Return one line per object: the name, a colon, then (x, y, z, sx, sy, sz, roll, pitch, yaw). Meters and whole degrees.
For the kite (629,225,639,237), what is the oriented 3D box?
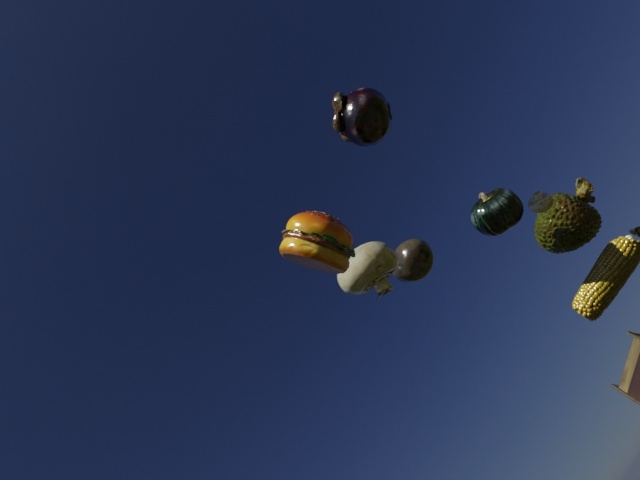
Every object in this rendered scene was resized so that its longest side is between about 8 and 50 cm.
kite: (1.088, -0.041, 1.722, 0.009, 0.232, 0.189, -33, -78, -53)

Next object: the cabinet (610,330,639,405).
cabinet: (0.943, 0.371, 1.522, 0.215, 0.148, 0.174, -116, 40, -84)

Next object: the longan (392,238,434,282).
longan: (0.412, 0.092, 2.478, 0.198, 0.198, 0.212, 1, -60, -48)

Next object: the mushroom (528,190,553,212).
mushroom: (0.741, -0.131, 1.878, 0.083, 0.083, 0.067, -43, -73, -18)

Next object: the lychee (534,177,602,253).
lychee: (1.072, -0.092, 2.409, 0.320, 0.269, 0.270, -32, -33, 17)

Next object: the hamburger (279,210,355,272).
hamburger: (-0.001, 0.000, 1.738, 0.246, 0.246, 0.169, 31, -109, -53)

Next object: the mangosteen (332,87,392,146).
mangosteen: (0.142, -0.414, 1.878, 0.210, 0.210, 0.209, -28, -46, -33)

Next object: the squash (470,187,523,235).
squash: (0.703, -0.114, 2.228, 0.218, 0.218, 0.172, -38, -62, -24)

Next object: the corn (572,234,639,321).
corn: (1.145, 0.147, 2.225, 0.387, 0.144, 0.144, -53, -37, -3)

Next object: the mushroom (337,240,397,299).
mushroom: (0.188, 0.121, 2.088, 0.246, 0.202, 0.246, -35, -12, -8)
